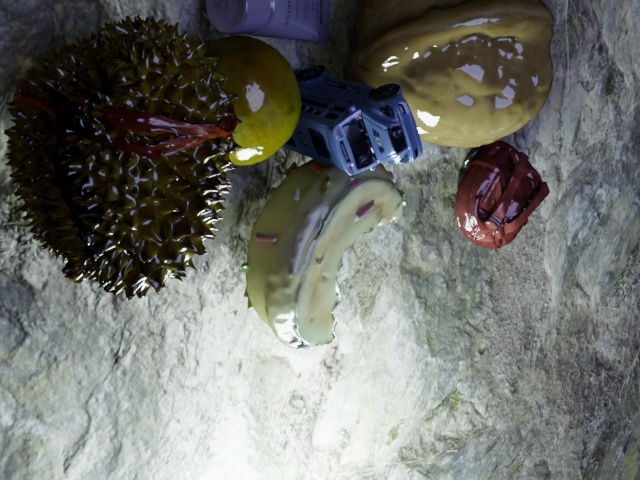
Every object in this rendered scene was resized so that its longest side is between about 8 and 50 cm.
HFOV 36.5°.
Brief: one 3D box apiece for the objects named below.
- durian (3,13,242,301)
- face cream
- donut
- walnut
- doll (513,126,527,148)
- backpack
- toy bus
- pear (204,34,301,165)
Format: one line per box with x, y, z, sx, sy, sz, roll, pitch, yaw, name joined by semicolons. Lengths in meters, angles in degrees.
-0.270;-0.120;1.344;0.347;0.347;0.384;24;89;-44;durian
-0.068;-0.396;1.610;0.274;0.096;0.154;-22;116;-49;face cream
-0.006;0.004;1.731;0.371;0.150;0.307;-60;151;-8;donut
0.232;-0.346;1.735;0.383;0.383;0.384;-16;115;-37;walnut
0.377;-0.309;2.022;0.217;0.085;0.183;34;55;-40;doll
0.373;-0.088;2.064;0.229;0.139;0.229;-15;112;-42;backpack
0.033;-0.195;1.620;0.133;0.292;0.125;-39;127;-22;toy bus
-0.124;-0.227;1.538;0.200;0.200;0.200;-16;115;-37;pear
